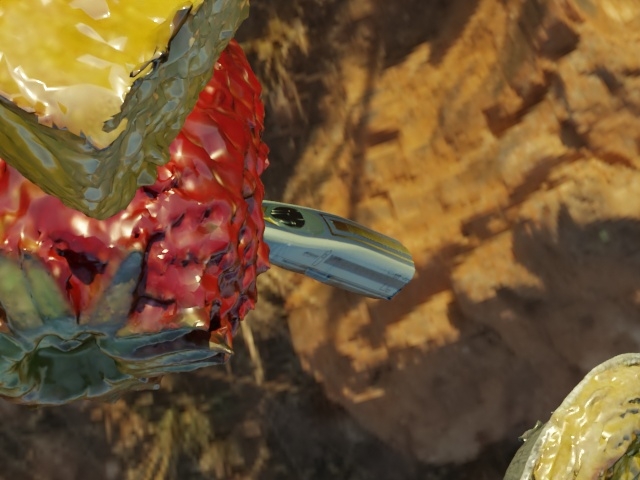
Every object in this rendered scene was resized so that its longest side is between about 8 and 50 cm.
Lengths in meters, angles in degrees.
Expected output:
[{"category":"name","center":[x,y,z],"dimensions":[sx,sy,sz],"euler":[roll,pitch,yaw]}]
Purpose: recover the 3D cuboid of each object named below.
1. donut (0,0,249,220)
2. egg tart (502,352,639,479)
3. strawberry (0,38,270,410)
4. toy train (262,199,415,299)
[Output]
[{"category":"donut","center":[-0.053,-0.137,0.416],"dimensions":[0.152,0.259,0.101],"euler":[32,154,3]},{"category":"egg tart","center":[0.182,0.186,1.036],"dimensions":[0.234,0.094,0.234],"euler":[-9,103,-45]},{"category":"strawberry","center":[-0.184,-0.048,1.182],"dimensions":[0.292,0.343,0.292],"euler":[-5,152,-3]},{"category":"toy train","center":[-0.001,0.000,1.376],"dimensions":[0.048,0.055,0.252],"euler":[-37,151,21]}]
